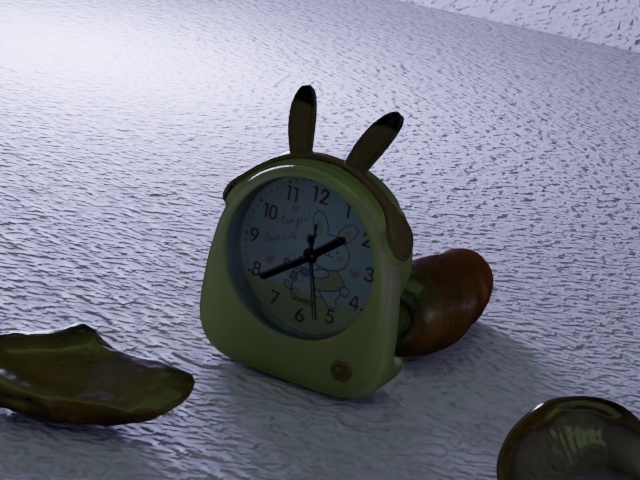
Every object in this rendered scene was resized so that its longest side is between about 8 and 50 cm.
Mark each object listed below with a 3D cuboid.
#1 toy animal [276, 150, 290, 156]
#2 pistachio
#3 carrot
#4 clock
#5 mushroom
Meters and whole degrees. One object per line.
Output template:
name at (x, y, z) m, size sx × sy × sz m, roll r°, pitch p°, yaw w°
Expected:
toy animal at (0.010, 0.008, 1.669) m, size 0.124 × 0.124 × 0.212 m, roll 1°, pitch 26°, yaw -26°
pistachio at (-0.180, 0.103, 1.363) m, size 0.173 × 0.049 × 0.089 m, roll 11°, pitch 40°, yaw -5°
carrot at (0.105, 0.050, 1.634) m, size 0.087 × 0.087 × 0.193 m, roll 17°, pitch 17°, yaw 21°
clock at (0.000, 0.000, 1.480) m, size 0.170 × 0.232 × 0.069 m, roll 19°, pitch 20°, yaw 24°
mushroom at (0.202, 0.211, 1.174) m, size 0.159 × 0.122 × 0.328 m, roll 43°, pitch 10°, yaw -19°
